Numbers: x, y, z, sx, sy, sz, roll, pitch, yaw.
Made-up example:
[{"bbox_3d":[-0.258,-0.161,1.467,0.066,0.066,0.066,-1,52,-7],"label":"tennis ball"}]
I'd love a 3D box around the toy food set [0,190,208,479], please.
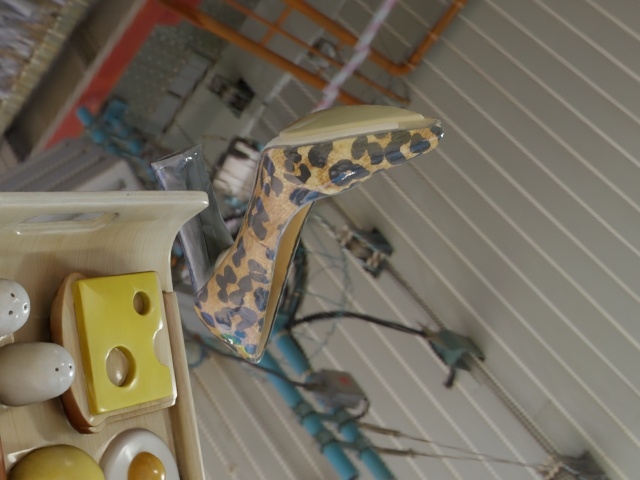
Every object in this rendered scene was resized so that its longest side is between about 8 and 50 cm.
[{"bbox_3d":[-0.118,0.123,0.649,0.092,0.220,0.306,-10,-93,35],"label":"toy food set"}]

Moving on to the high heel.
[{"bbox_3d":[0.000,0.000,0.856,0.261,0.093,0.186,-9,-74,35],"label":"high heel"}]
